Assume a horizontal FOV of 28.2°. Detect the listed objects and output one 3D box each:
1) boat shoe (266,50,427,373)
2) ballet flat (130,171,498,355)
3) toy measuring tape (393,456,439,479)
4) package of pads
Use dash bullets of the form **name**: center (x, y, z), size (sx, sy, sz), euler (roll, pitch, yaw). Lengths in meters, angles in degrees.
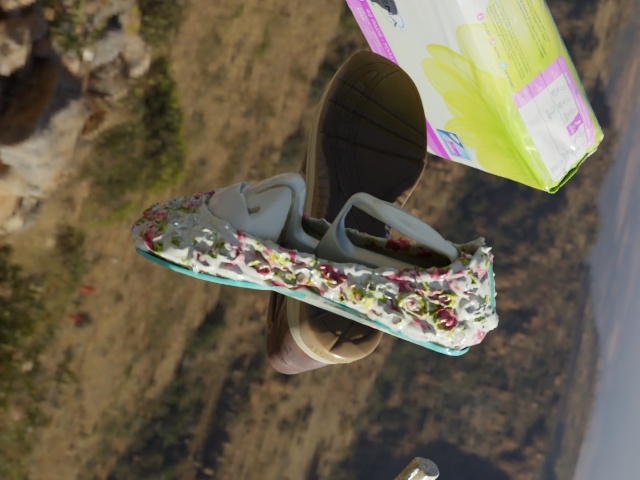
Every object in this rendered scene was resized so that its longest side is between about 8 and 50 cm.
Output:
- **boat shoe**: center (0.013, -0.028, 1.228), size (0.123, 0.123, 0.342), euler (-33, -139, 51)
- **ballet flat**: center (0.000, 0.000, 0.801), size (0.091, 0.241, 0.077), euler (-59, 164, -66)
- **toy measuring tape**: center (0.042, 0.265, 0.909), size (0.330, 0.121, 0.121), euler (-31, 132, -60)
- **package of pads**: center (0.153, -0.199, 1.337), size (0.101, 0.229, 0.296), euler (-43, 124, -16)
